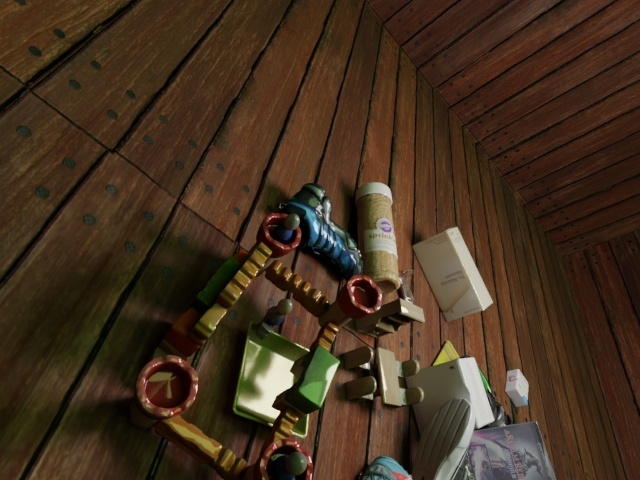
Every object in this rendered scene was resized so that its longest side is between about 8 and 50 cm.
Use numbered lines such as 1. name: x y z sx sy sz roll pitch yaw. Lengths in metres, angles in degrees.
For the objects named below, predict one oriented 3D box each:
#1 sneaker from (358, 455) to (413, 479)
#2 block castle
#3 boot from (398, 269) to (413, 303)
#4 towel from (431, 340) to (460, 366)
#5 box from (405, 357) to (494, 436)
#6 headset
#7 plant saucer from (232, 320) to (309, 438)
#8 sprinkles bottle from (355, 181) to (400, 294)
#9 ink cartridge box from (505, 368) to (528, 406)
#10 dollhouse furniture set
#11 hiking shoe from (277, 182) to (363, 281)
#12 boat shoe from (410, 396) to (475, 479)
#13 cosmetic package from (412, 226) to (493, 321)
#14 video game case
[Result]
1. sneaker: 0.186 0.593 0.961 0.261 0.104 0.125 28 29 35
2. block castle: -0.086 0.174 0.797 0.303 0.213 0.453 38 45 -6
3. boot: 0.294 0.158 1.506 0.106 0.037 0.114 -9 70 -39
4. towel: 0.409 0.427 1.486 0.102 0.021 0.237 58 35 2
5. box: 0.361 0.441 1.274 0.119 0.181 0.181 14 57 -48
6. headset: 0.523 0.533 1.388 0.243 0.185 0.394 45 30 -31
7. plant saucer: -0.100 0.288 0.923 0.188 0.045 0.188 35 43 -31
8. sprinkles bottle: 0.174 -0.011 1.402 0.121 0.121 0.356 30 46 -37
9. ink cartridge box: 0.793 0.594 1.819 0.089 0.052 0.122 56 37 -8
10. dollhouse furniture set: 0.188 0.298 1.173 0.212 0.161 0.242 26 48 -39
11. hiking shoe: 0.000 0.000 1.220 0.132 0.113 0.304 -39 106 -24
12. boat shoe: 0.309 0.563 1.124 0.119 0.121 0.335 40 71 -24
13. cosmetic package: 0.485 0.124 1.665 0.113 0.160 0.310 -12 75 -52
14. video game case: 0.481 0.619 1.232 0.026 0.274 0.196 43 34 -58
